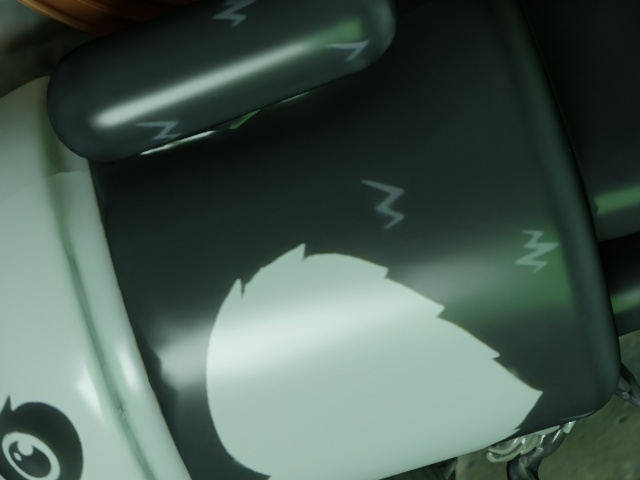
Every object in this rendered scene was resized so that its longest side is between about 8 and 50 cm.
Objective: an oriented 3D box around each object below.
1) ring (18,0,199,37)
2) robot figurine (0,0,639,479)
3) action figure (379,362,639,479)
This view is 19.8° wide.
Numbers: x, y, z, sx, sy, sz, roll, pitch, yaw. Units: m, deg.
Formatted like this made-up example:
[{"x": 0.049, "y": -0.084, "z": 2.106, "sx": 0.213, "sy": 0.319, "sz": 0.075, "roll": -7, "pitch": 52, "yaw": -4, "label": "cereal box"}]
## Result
[{"x": 0.003, "y": -0.205, "z": 0.605, "sx": 0.336, "sy": 0.032, "sz": 0.336, "roll": -17, "pitch": 131, "yaw": -21, "label": "ring"}, {"x": 0.001, "y": 0.003, "z": 0.635, "sx": 0.278, "sy": 0.173, "sz": 0.209, "roll": -16, "pitch": 105, "yaw": 3, "label": "robot figurine"}, {"x": 0.059, "y": 0.115, "z": 0.817, "sx": 0.164, "sy": 0.141, "sz": 0.276, "roll": 28, "pitch": 108, "yaw": -31, "label": "action figure"}]
